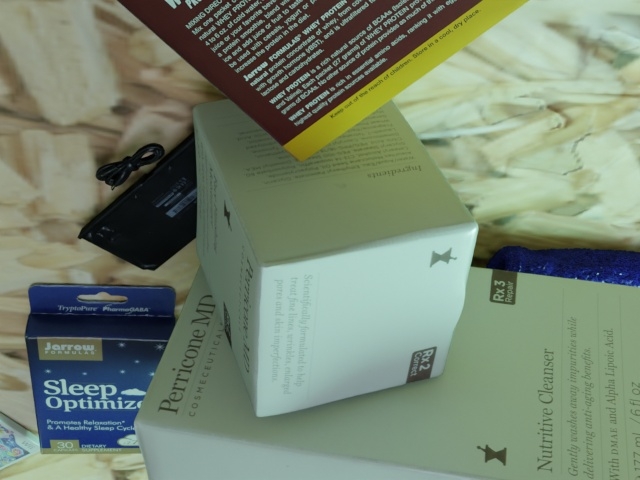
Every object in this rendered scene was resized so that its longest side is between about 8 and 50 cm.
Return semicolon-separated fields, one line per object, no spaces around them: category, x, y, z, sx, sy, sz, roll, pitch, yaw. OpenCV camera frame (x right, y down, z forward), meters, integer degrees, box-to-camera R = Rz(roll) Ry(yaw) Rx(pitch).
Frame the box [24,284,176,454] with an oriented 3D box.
box;-0.211;0.133;0.908;0.136;0.036;0.225;2;132;-8

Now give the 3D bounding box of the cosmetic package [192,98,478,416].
cosmetic package;0.000;0.000;0.684;0.151;0.184;0.151;-10;133;-16

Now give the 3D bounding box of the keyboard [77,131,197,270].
keyboard;-0.123;-0.046;0.759;0.180;0.023;0.108;-37;133;24

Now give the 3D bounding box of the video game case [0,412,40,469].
video game case;-0.368;0.220;0.988;0.122;0.011;0.087;-27;130;18

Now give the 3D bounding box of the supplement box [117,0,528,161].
supplement box;-0.007;-0.191;0.559;0.191;0.129;0.194;-34;128;23

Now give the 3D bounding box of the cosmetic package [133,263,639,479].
cosmetic package;0.069;0.138;0.763;0.385;0.217;0.156;7;134;6

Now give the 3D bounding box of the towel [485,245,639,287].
towel;0.289;0.109;0.913;0.308;0.076;0.228;5;132;-11
